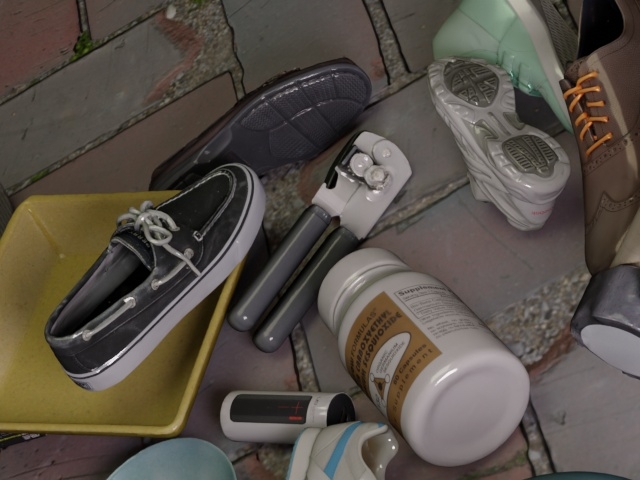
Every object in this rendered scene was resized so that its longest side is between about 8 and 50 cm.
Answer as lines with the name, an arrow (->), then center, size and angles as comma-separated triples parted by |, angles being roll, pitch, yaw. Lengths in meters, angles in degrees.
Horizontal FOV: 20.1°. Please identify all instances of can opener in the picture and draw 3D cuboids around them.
can opener -> 0.000, 0.000, 1.973 | 0.280, 0.074, 0.093 | -54, 9, -19

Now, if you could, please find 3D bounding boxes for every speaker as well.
speaker -> -0.032, 0.180, 1.833 | 0.136, 0.055, 0.055 | -1, 54, 35

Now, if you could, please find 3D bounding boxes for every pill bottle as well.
pill bottle -> 0.091, 0.104, 1.751 | 0.131, 0.131, 0.229 | -41, 41, -1

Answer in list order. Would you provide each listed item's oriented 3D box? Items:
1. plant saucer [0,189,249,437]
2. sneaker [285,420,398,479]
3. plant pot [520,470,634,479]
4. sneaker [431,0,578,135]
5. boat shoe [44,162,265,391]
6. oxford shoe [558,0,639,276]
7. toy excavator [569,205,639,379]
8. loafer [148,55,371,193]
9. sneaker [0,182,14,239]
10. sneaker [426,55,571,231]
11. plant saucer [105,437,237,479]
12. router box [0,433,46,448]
plant saucer -> -0.237, 0.094, 2.009 | 0.332, 0.081, 0.333 | -2, 50, 26
sneaker -> 0.016, 0.260, 1.662 | 0.092, 0.087, 0.229 | -14, 45, 25
plant pot -> 0.210, 0.298, 1.416 | 0.290, 0.290, 0.195 | -20, 8, 21
sneaker -> 0.212, -0.169, 1.954 | 0.151, 0.094, 0.256 | -47, 50, 27
boat shoe -> -0.179, 0.015, 1.919 | 0.113, 0.105, 0.306 | 28, 66, 41
oxford shoe -> 0.282, -0.104, 1.769 | 0.130, 0.133, 0.364 | -37, 31, 42
toy excavator -> 0.481, 0.067, 1.400 | 0.222, 0.433, 0.445 | -59, 16, -21
loafer -> -0.081, -0.128, 2.110 | 0.302, 0.109, 0.095 | -35, 37, 10
sneaker -> -0.457, 0.058, 2.211 | 0.150, 0.135, 0.366 | -31, 31, 16
sneaker -> 0.170, -0.097, 1.880 | 0.090, 0.115, 0.232 | -13, 49, -19
plant saucer -> -0.159, 0.292, 1.839 | 0.195, 0.037, 0.195 | -20, 45, 22
router box -> -0.366, 0.192, 2.081 | 0.122, 0.038, 0.092 | -18, 46, 23
